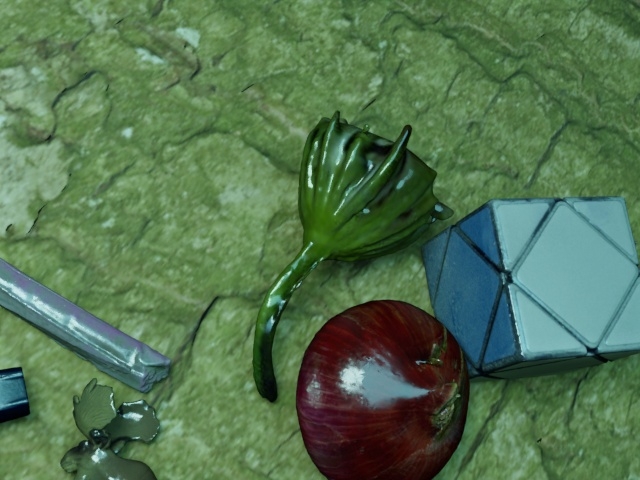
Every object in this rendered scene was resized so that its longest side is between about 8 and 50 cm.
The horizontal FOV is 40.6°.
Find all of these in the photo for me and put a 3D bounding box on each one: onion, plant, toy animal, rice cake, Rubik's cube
[{"bbox_3d":[0.080,0.192,1.030,0.248,0.161,0.248,-5,108,-16],"label":"onion"},{"bbox_3d":[0.026,0.010,1.040,0.333,0.180,0.251,-63,144,-32],"label":"plant"},{"bbox_3d":[-0.216,0.275,0.962,0.214,0.094,0.186,38,69,-13],"label":"toy animal"},{"bbox_3d":[-0.296,0.093,1.002,0.270,0.055,0.049,32,61,-5],"label":"rice cake"},{"bbox_3d":[0.277,0.068,1.132,0.207,0.205,0.205,-1,73,-19],"label":"Rubik's cube"}]

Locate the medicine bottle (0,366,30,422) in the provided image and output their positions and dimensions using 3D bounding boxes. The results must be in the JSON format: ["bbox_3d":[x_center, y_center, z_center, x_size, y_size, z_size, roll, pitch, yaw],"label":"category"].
[{"bbox_3d":[-0.378,0.258,0.906,0.124,0.079,0.258,7,72,-18],"label":"medicine bottle"}]
